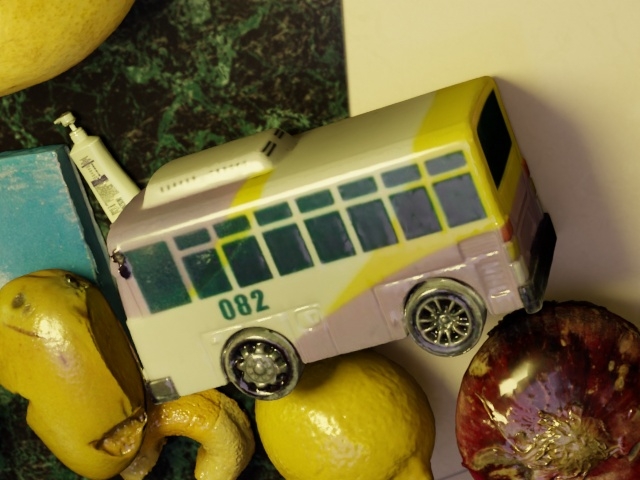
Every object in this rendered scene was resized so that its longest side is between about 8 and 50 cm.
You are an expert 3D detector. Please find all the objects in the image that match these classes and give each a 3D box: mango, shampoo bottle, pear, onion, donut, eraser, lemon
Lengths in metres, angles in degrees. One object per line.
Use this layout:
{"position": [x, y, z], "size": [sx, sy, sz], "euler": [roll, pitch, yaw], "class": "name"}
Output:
{"position": [-0.285, 0.156, 1.724], "size": [0.167, 0.130, 0.262], "euler": [-20, 103, 32], "class": "mango"}
{"position": [-0.251, -0.085, 1.711], "size": [0.049, 0.034, 0.141], "euler": [-24, 106, 30], "class": "shampoo bottle"}
{"position": [-0.336, -0.290, 1.493], "size": [0.314, 0.314, 0.314], "euler": [6, 116, 12], "class": "pear"}
{"position": [0.262, 0.182, 1.619], "size": [0.246, 0.190, 0.246], "euler": [-1, 106, -5], "class": "onion"}
{"position": [-0.171, 0.237, 1.819], "size": [0.181, 0.078, 0.146], "euler": [12, 119, 7], "class": "donut"}
{"position": [-0.317, 0.041, 1.782], "size": [0.144, 0.042, 0.311], "euler": [-9, 112, 19], "class": "eraser"}
{"position": [0.027, 0.207, 1.691], "size": [0.244, 0.187, 0.187], "euler": [36, 120, 18], "class": "lemon"}

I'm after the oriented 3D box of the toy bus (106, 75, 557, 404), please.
{"position": [0.000, 0.000, 1.586], "size": [0.440, 0.209, 0.249], "euler": [-16, 108, 20], "class": "toy bus"}
